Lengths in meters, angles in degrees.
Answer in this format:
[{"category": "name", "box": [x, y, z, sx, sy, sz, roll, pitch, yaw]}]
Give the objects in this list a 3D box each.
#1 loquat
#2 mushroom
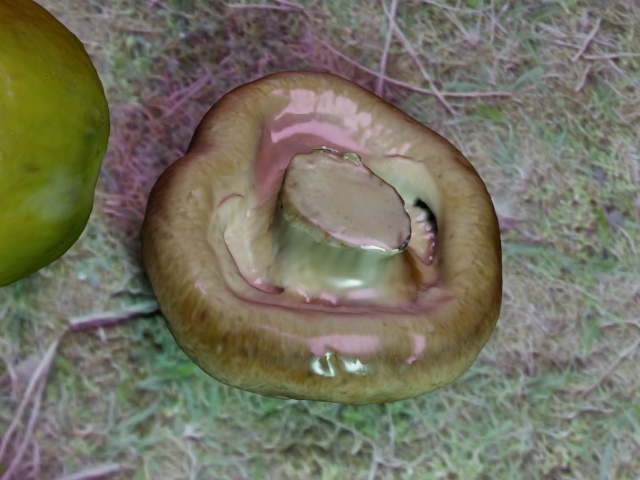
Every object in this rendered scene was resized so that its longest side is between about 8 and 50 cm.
[{"category": "loquat", "box": [-0.261, -0.071, 1.242, 0.246, 0.213, 0.213, 10, 55, -20]}, {"category": "mushroom", "box": [0.000, 0.000, 1.360, 0.278, 0.146, 0.278, 7, 54, -10]}]
